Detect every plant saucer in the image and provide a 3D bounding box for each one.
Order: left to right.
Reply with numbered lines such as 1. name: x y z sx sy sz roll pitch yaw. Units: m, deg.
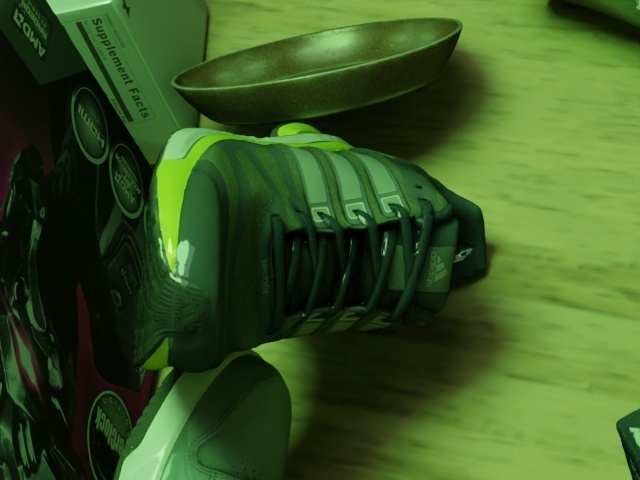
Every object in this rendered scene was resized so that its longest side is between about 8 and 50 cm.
1. plant saucer: 0.000 -0.095 1.128 0.168 0.029 0.168 -12 13 3

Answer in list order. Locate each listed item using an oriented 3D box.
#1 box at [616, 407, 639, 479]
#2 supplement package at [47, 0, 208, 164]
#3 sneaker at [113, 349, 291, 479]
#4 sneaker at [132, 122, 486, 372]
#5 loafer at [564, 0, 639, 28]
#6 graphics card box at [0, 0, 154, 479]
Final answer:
1. box: 0.205 0.153 0.755 0.108 0.207 0.153 -25 46 0
2. supplement package: -0.206 -0.118 1.205 0.244 0.134 0.139 -9 48 15
3. sneaker: -0.013 0.177 0.877 0.178 0.124 0.295 -2 57 25
4. sneaker: 0.000 0.000 0.959 0.121 0.111 0.300 10 15 17
5. loafer: 0.153 -0.162 1.142 0.087 0.094 0.251 -37 42 4
6. graphics card box: -0.175 0.066 0.966 0.094 0.233 0.371 -9 47 20
